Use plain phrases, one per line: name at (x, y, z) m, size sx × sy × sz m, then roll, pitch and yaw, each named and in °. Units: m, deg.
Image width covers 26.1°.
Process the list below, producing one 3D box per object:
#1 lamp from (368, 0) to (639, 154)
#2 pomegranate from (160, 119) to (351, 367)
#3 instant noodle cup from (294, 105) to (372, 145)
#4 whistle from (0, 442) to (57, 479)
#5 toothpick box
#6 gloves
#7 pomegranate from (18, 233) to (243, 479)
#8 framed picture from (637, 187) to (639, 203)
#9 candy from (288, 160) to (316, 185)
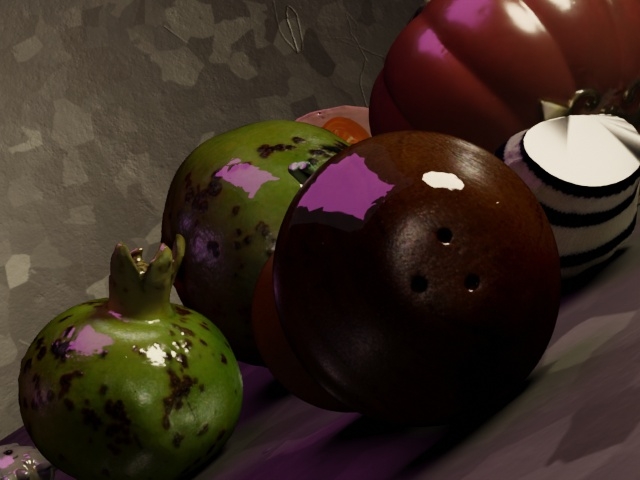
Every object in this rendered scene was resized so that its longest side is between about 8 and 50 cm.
lamp at (0.191, -0.134, 1.330) m, size 0.303 × 0.257 × 0.303 m, roll -25°, pitch -36°, yaw -19°
pomegranate at (-0.010, -0.013, 1.471) m, size 0.323 × 0.290 × 0.291 m, roll -23°, pitch 3°, yaw -1°
instant noodle cup at (0.046, -0.041, 1.725) m, size 0.243 × 0.243 × 0.231 m, roll -31°, pitch -3°, yaw 8°
whistle at (-0.411, 0.310, 1.696) m, size 0.253 × 0.105 × 0.102 m, roll -30°, pitch -37°, yaw 32°
toothpick box at (0.045, 0.040, 0.968) m, size 0.192 × 0.192 × 0.294 m, roll -32°, pitch -3°, yaw -17°
gloves at (0.180, -0.011, 1.141) m, size 0.140 × 0.131 × 0.218 m, roll -38°, pitch -23°, yaw -32°
pomegranate at (-0.175, 0.117, 1.296) m, size 0.211 × 0.263 × 0.211 m, roll 7°, pitch 14°, yaw -2°
framed picture at (0.320, -0.055, 1.310) m, size 0.066 × 0.006 × 0.089 m, roll -31°, pitch 3°, yaw 15°
candy at (0.045, 0.005, 1.165) m, size 0.073 × 0.262 × 0.077 m, roll -20°, pitch 52°, yaw 22°
